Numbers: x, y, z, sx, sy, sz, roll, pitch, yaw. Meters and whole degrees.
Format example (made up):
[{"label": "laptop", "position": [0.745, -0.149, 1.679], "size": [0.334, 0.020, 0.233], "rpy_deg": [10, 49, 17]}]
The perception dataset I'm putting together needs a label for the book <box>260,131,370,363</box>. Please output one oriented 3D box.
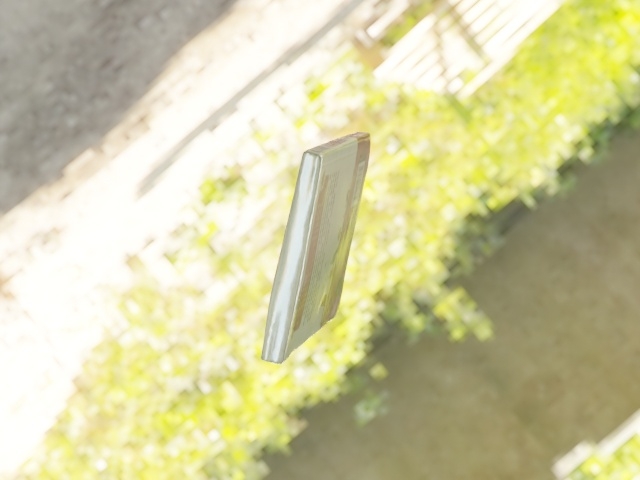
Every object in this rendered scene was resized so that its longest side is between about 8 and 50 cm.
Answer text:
[{"label": "book", "position": [0.000, 0.000, 1.516], "size": [0.232, 0.022, 0.162], "rpy_deg": [-30, 132, -77]}]
